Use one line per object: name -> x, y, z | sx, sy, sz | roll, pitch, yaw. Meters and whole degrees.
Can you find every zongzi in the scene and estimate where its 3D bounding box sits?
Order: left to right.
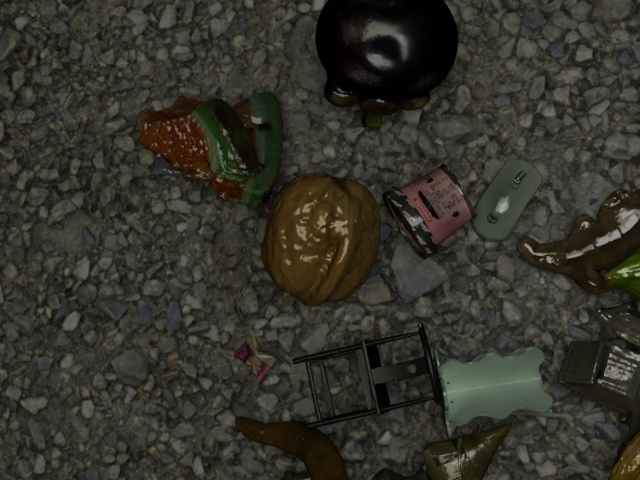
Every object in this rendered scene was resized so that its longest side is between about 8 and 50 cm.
zongzi -> 0.293, 0.443, 1.843 | 0.176, 0.078, 0.160 | -14, 88, 1

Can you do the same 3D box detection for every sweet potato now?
sweet potato -> -0.030, 0.408, 1.872 | 0.108, 0.079, 0.346 | -36, 46, -25

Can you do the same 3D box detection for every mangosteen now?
mangosteen -> 0.122, -0.355, 1.892 | 0.274, 0.275, 0.302 | 16, 123, 12

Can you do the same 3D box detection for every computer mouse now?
computer mouse -> 0.363, -0.083, 1.894 | 0.089, 0.056, 0.182 | 33, 90, 8

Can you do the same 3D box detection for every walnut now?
walnut -> 0.000, 0.000, 1.874 | 0.224, 0.257, 0.257 | 14, 86, -24

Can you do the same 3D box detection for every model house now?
model house -> 0.548, 0.224, 1.792 | 0.188, 0.122, 0.229 | 24, 85, 17

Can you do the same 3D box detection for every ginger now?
ginger -> 0.551, -0.001, 1.834 | 0.333, 0.080, 0.166 | -27, 85, 4

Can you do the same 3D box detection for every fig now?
fig -> 0.639, 0.057, 1.761 | 0.233, 0.167, 0.167 | 26, 89, 4

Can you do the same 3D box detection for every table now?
table -> 0.321, 0.270, 1.819 | 0.198, 0.166, 0.167 | -9, 82, 2

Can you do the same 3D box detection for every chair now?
chair -> 0.096, 0.260, 1.863 | 0.260, 0.141, 0.155 | -14, 82, 11

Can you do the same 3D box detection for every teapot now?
teapot -> 0.155, 0.505, 1.846 | 0.119, 0.130, 0.166 | -13, 114, -6

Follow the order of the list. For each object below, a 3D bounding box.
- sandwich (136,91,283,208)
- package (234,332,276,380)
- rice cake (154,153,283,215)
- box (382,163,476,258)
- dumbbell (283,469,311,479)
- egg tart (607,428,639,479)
sandwich -> -0.221, -0.215, 1.933 | 0.301, 0.162, 0.251 | 8, 61, 5
package -> -0.132, 0.234, 1.969 | 0.083, 0.029, 0.059 | 43, 101, 23
rice cake -> -0.213, -0.137, 2.014 | 0.290, 0.051, 0.081 | 22, 86, 13
box -> 0.213, -0.062, 1.877 | 0.135, 0.151, 0.151 | -33, 79, -2
dumbbell -> -0.014, 0.462, 1.908 | 0.117, 0.052, 0.046 | -16, 124, 9
egg tart -> 0.614, 0.418, 1.727 | 0.293, 0.123, 0.294 | -4, 113, -10
